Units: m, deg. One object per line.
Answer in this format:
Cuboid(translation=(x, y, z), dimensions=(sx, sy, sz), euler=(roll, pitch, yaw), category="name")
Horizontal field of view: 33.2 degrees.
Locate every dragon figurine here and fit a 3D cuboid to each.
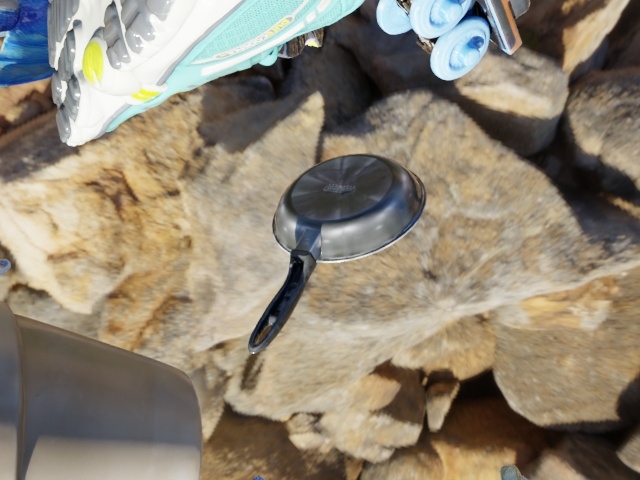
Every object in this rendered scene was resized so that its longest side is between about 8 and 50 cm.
Cuboid(translation=(-0.260, -0.190, 0.920), dimensions=(0.289, 0.144, 0.085), euler=(-24, 60, -26), category="dragon figurine")

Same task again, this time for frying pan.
Cuboid(translation=(-0.016, -0.012, 1.299), dimensions=(0.326, 0.053, 0.197), euler=(-36, 40, -23), category="frying pan")

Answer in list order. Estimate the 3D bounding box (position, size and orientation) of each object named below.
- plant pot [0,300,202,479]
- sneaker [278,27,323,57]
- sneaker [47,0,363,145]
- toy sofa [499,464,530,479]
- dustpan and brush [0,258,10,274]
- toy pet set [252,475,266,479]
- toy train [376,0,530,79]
Cuboid(translation=(-0.296, 0.230, 1.217), dimensions=(0.280, 0.323, 0.323), euler=(5, 86, -27), category="plant pot")
Cuboid(translation=(-0.072, -0.229, 1.053), dimensions=(0.121, 0.300, 0.111), euler=(-1, 96, 10), category="sneaker")
Cuboid(translation=(-0.067, -0.102, 0.512), dimensions=(0.109, 0.275, 0.107), euler=(-3, 92, -26), category="sneaker")
Cuboid(translation=(0.332, 0.260, 0.855), dimensions=(0.362, 0.150, 0.177), euler=(-16, 40, 18), category="toy sofa")
Cuboid(translation=(-0.395, 0.048, 1.044), dimensions=(0.211, 0.060, 0.147), euler=(-28, 62, -35), category="dustpan and brush")
Cuboid(translation=(-0.020, 0.216, 0.594), dimensions=(0.065, 0.122, 0.114), euler=(13, 54, 34), category="toy pet set")
Cuboid(translation=(0.073, -0.168, 0.598), dimensions=(0.105, 0.184, 0.080), euler=(-43, 58, 1), category="toy train")
